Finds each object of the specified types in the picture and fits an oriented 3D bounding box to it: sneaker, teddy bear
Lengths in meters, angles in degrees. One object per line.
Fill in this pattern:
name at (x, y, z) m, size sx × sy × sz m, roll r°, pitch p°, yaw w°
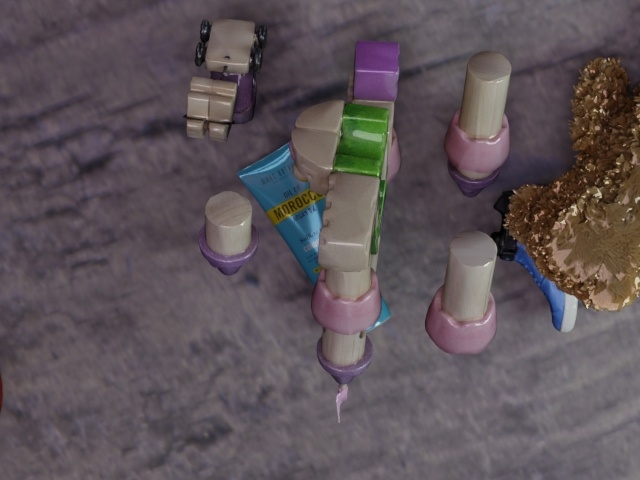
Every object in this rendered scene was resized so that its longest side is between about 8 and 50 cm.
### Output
sneaker at (0.211, 0.021, 1.791) m, size 0.085 × 0.058 × 0.152 m, roll -6°, pitch 99°, yaw 0°
teddy bear at (0.336, -0.080, 1.720) m, size 0.245 × 0.113 × 0.338 m, roll 26°, pitch 87°, yaw 2°

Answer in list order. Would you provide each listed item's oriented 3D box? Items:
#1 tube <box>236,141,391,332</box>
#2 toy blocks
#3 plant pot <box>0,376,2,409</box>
tube at (0.000, 0.000, 1.814) m, size 0.080 × 0.052 × 0.207 m, roll -30°, pitch 94°, yaw 0°
toy blocks at (0.021, -0.017, 1.701) m, size 0.309 × 0.288 × 0.260 m, roll 7°, pitch 143°, yaw 3°
plant pot at (-0.439, 0.179, 1.826) m, size 0.191 × 0.174 × 0.191 m, roll 1°, pitch 106°, yaw 4°
